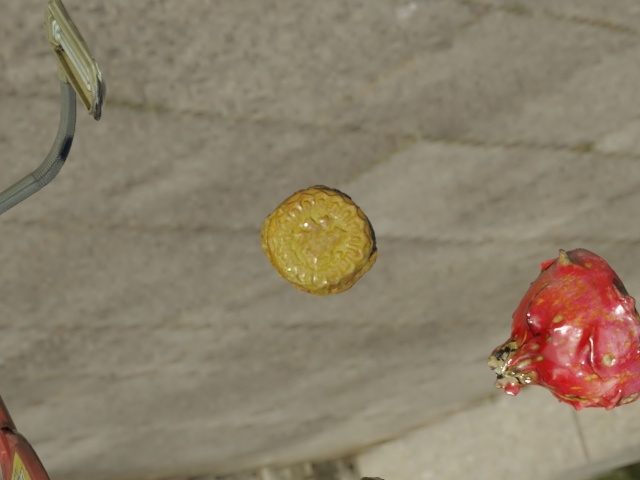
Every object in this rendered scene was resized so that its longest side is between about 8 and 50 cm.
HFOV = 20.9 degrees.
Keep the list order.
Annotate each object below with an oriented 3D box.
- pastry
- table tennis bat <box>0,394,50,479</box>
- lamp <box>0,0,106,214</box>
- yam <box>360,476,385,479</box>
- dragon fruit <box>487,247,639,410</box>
[{"bbox_3d":[0.000,0.000,1.582,0.109,0.097,0.057,16,173,-1],"label":"pastry"},{"bbox_3d":[-0.340,0.292,2.015,0.038,0.310,0.200,-18,153,-25],"label":"table tennis bat"},{"bbox_3d":[-0.294,-0.075,1.654,0.283,0.203,0.124,-45,117,2],"label":"lamp"},{"bbox_3d":[0.030,0.343,1.664,0.057,0.241,0.057,14,167,3],"label":"yam"},{"bbox_3d":[0.206,0.089,1.509,0.111,0.153,0.153,-21,167,-19],"label":"dragon fruit"}]
